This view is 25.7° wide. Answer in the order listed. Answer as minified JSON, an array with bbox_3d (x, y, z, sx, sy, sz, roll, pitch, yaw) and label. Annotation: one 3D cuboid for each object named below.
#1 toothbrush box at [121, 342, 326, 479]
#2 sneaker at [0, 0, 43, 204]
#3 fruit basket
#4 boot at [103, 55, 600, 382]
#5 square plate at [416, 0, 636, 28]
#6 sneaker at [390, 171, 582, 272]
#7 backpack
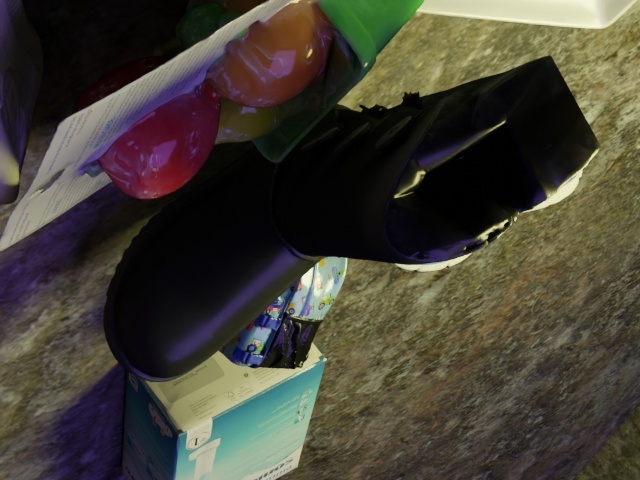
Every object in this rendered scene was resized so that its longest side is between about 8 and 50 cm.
[{"bbox_3d":[-0.130,0.229,1.806,0.216,0.126,0.295,-26,151,-25],"label":"toothbrush box"},{"bbox_3d":[-0.296,-0.125,1.052,0.148,0.131,0.350,7,161,-4],"label":"sneaker"},{"bbox_3d":[-0.103,-0.135,1.139,0.353,0.165,0.327,-30,176,-25],"label":"fruit basket"},{"bbox_3d":[0.001,-0.002,1.264,0.367,0.146,0.445,-49,-159,-15],"label":"boot"},{"bbox_3d":[0.232,-0.315,1.232,0.347,0.049,0.344,-1,151,-35],"label":"square plate"},{"bbox_3d":[0.183,-0.083,1.736,0.330,0.130,0.147,-31,139,-22],"label":"sneaker"},{"bbox_3d":[-0.058,0.038,1.557,0.117,0.158,0.173,4,122,-48],"label":"backpack"}]
